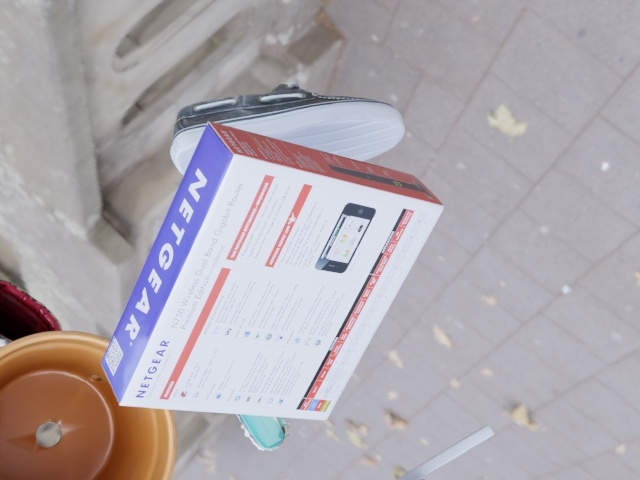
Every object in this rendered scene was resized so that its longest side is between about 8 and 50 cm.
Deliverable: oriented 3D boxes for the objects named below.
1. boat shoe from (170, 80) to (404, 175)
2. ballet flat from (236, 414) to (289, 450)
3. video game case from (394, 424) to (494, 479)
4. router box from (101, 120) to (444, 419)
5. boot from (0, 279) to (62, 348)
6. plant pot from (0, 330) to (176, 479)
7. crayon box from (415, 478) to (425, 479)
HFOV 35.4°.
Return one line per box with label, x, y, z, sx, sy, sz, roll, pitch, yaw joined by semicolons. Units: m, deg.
boat shoe;-0.050;-0.175;1.436;0.121;0.335;0.119;93;170;-58
ballet flat;-0.121;0.222;1.587;0.077;0.091;0.241;-112;2;-76
video game case;0.194;0.398;1.765;0.023;0.201;0.183;58;159;14
router box;-0.055;0.052;1.186;0.301;0.335;0.082;12;-155;-36
boot;-0.641;0.157;1.635;0.284;0.138;0.377;-34;132;28
plant pot;-0.356;0.266;1.339;0.291;0.291;0.203;48;162;-11
crayon box;0.064;0.447;1.524;0.081;0.165;0.278;58;-161;23
